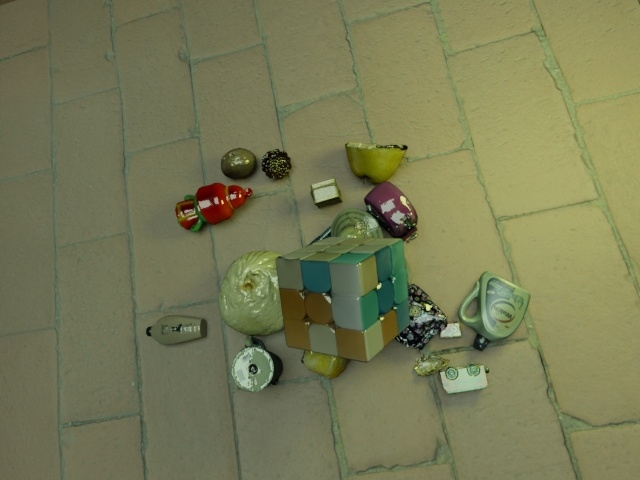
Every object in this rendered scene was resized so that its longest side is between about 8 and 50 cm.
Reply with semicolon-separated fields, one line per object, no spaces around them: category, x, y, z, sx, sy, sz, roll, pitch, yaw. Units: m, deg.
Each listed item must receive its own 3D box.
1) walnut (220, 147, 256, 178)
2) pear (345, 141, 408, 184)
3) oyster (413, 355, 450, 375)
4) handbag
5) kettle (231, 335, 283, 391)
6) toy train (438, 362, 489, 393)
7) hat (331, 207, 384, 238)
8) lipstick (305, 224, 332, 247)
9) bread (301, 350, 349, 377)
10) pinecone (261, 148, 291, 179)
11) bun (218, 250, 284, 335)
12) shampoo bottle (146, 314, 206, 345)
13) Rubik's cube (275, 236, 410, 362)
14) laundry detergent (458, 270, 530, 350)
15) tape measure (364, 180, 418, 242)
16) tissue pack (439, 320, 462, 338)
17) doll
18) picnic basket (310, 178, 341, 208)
walnut;-0.371;-0.349;2.096;0.162;0.140;0.140;-25;72;20
pear;0.232;-0.326;1.960;0.267;0.267;0.178;4;109;12
oyster;0.425;0.484;1.777;0.132;0.029;0.086;1;60;23
handbag;0.354;0.296;1.792;0.208;0.127;0.228;-43;65;5
kettle;-0.242;0.472;1.805;0.160;0.243;0.210;-32;74;1
toy train;0.537;0.513;1.729;0.188;0.072;0.099;-11;74;8
hat;0.119;0.001;1.859;0.252;0.110;0.252;12;111;31
lipstick;0.000;0.000;1.976;0.234;0.053;0.053;-44;72;-4
bread;0.034;0.428;1.788;0.171;0.197;0.197;12;78;22
pinecone;-0.199;-0.342;2.067;0.140;0.140;0.121;-53;40;-5
bun;-0.258;0.212;1.882;0.352;0.227;0.349;-33;74;3
shampoo bottle;-0.622;0.382;1.987;0.257;0.078;0.127;-7;76;11
Rubik's cube;0.088;0.187;1.653;0.347;0.347;0.344;3;106;36
laundry detergent;0.640;0.279;1.753;0.215;0.105;0.280;31;85;16
tape measure;0.286;-0.110;1.858;0.149;0.231;0.245;-40;68;-1
tissue pack;0.501;0.347;1.798;0.083;0.035;0.063;-6;75;11
doll;-0.471;-0.164;2.053;0.363;0.160;0.182;-18;66;6
picnic basket;0.026;-0.196;1.965;0.115;0.164;0.079;-17;82;7
